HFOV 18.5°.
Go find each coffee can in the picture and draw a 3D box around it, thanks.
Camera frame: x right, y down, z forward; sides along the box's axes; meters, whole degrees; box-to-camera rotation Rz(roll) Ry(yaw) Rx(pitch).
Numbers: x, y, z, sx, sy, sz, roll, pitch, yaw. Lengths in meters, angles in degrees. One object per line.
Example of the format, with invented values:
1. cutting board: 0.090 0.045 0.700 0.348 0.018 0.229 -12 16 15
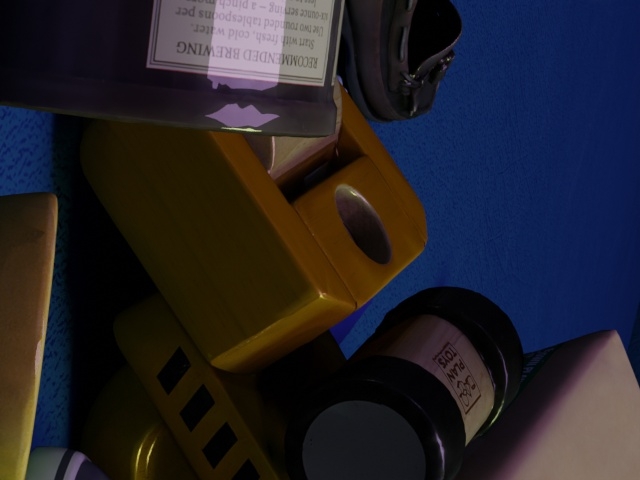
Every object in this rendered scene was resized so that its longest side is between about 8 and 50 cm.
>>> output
1. coffee can: -0.076 -0.193 0.853 0.201 0.201 0.275 -10 108 -73

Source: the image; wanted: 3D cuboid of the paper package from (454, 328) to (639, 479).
1. paper package: 0.132 0.268 1.362 0.325 0.168 0.309 -42 115 -51

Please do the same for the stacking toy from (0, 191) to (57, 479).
1. stacking toy: -0.200 0.110 0.859 0.279 0.130 0.309 -130 -132 -76

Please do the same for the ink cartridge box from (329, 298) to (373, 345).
1. ink cartridge box: -0.016 -0.006 1.389 0.097 0.046 0.207 -52 146 -36

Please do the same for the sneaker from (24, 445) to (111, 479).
1. sneaker: -0.098 0.232 1.095 0.321 0.127 0.126 88 10 -47

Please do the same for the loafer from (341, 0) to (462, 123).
1. loafer: 0.069 -0.169 1.553 0.302 0.095 0.109 60 41 -65

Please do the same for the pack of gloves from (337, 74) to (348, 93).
1. pack of gloves: 0.000 0.000 1.500 0.195 0.046 0.232 -53 148 -60

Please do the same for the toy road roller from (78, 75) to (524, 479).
1. toy road roller: -0.055 0.052 1.160 0.329 0.240 0.202 59 23 -3
